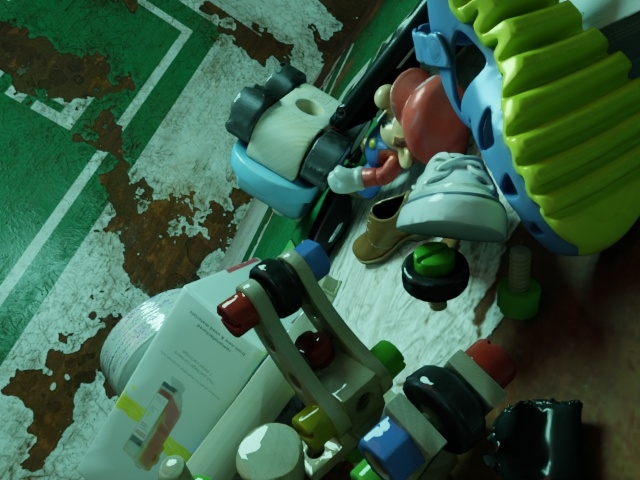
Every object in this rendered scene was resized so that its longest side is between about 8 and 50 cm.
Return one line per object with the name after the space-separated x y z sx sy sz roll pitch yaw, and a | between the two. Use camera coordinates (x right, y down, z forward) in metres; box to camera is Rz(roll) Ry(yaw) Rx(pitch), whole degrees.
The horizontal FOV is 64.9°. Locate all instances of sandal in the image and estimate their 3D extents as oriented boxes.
0.167 -0.134 0.437 0.138 0.126 0.318 109 146 -72 | sandal

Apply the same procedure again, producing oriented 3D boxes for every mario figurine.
0.106 -0.178 0.795 0.320 0.169 0.198 147 125 -71 | mario figurine

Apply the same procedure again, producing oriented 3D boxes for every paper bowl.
-0.327 0.259 1.129 0.284 0.148 0.284 -34 -31 -24 | paper bowl

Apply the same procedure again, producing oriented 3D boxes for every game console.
0.196 -0.351 0.799 0.342 0.060 0.386 -36 -8 -48 | game console

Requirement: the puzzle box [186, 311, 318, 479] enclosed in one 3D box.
-0.134 0.283 0.640 0.409 0.052 0.272 -51 -6 -18 | puzzle box

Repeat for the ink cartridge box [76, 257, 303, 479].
-0.201 0.245 0.881 0.385 0.160 0.279 -56 -8 15 | ink cartridge box

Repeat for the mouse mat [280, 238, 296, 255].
-0.119 0.088 1.366 0.190 0.007 0.152 -58 15 6 | mouse mat

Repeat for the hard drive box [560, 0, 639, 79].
0.307 -0.249 0.443 0.232 0.089 0.181 -63 15 -8 | hard drive box

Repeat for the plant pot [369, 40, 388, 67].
0.155 -0.355 1.130 0.109 0.108 0.096 -64 3 -13 | plant pot

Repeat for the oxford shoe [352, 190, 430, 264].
0.095 -0.024 0.745 0.212 0.076 0.076 -39 27 58 | oxford shoe

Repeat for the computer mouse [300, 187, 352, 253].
0.000 0.000 1.061 0.262 0.060 0.184 -66 11 -2 | computer mouse

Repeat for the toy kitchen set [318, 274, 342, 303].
-0.018 0.092 0.908 0.075 0.068 0.083 -65 15 -18 | toy kitchen set

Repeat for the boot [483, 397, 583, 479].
0.152 0.144 0.306 0.121 0.045 0.099 -45 17 45 | boot

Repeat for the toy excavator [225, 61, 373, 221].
-0.068 -0.154 1.145 0.445 0.222 0.433 -61 -4 39 | toy excavator

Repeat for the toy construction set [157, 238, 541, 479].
0.024 0.170 0.420 0.309 0.257 0.238 -53 -39 -45 | toy construction set

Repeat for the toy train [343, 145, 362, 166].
0.065 -0.161 1.199 0.036 0.027 0.159 -9 51 58 | toy train

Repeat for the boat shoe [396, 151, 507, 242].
0.124 -0.044 0.488 0.258 0.095 0.085 -10 -73 -83 | boat shoe
